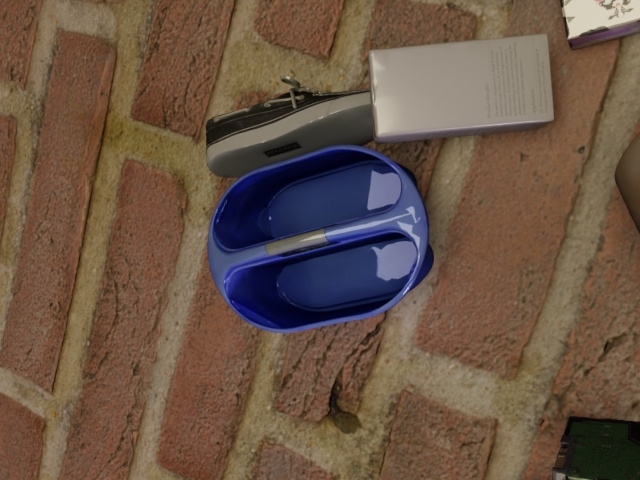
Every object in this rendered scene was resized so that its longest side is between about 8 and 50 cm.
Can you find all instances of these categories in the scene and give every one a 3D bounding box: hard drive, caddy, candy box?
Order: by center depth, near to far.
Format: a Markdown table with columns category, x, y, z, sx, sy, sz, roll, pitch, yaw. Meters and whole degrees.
| category | x | y | z | sx | sy | sz | roll | pitch | yaw |
| --- | --- | --- | --- | --- | --- | --- | --- | --- | --- |
| hard drive | 0.447 | 0.272 | 0.784 | 0.339 | 0.237 | 0.064 | 0 | 92 | 24 |
| candy box | 0.380 | -0.360 | 0.874 | 0.165 | 0.070 | 0.196 | -10 | 88 | 24 |
| caddy | 0.000 | 0.000 | 1.004 | 0.342 | 0.179 | 0.241 | -15 | 86 | 24 |

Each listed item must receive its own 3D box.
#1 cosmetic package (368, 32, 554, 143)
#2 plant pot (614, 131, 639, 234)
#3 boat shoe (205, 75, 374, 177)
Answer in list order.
| category | x | y | z | sx | sy | sz | roll | pitch | yaw |
| --- | --- | --- | --- | --- | --- | --- | --- | --- | --- |
| cosmetic package | 0.182 | -0.198 | 0.922 | 0.231 | 0.085 | 0.117 | -4 | 90 | 4 |
| plant pot | 0.483 | -0.024 | 0.743 | 0.323 | 0.323 | 0.280 | -43 | 58 | 20 |
| boat shoe | -0.031 | -0.185 | 1.049 | 0.307 | 0.113 | 0.104 | -17 | 66 | 18 |
